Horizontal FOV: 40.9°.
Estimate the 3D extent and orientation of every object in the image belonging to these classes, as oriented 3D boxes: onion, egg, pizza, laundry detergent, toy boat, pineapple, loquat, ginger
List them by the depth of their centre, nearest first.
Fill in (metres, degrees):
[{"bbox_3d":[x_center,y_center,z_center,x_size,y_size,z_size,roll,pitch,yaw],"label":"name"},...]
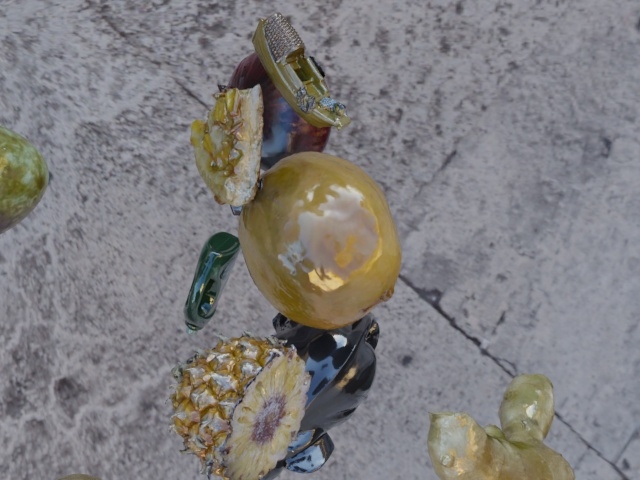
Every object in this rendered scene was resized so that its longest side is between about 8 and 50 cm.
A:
[{"bbox_3d":[-0.021,-0.178,0.927,0.047,0.049,0.149,-31,84,-47],"label":"toy boat"},{"bbox_3d":[-0.110,0.169,0.939,0.176,0.137,0.161,-17,121,-56],"label":"pineapple"},{"bbox_3d":[-0.111,-0.130,1.053,0.062,0.182,0.161,10,133,-30],"label":"pizza"},{"bbox_3d":[0.000,0.000,1.101,0.193,0.238,0.238,-40,116,-20],"label":"loquat"},{"bbox_3d":[0.298,0.370,1.228,0.348,0.122,0.363,-1,66,-43],"label":"ginger"},{"bbox_3d":[-0.635,-0.107,1.530,0.289,0.238,0.238,-11,107,-26],"label":"egg"},{"bbox_3d":[-0.219,0.094,1.632,0.063,0.137,0.211,25,111,3],"label":"laundry detergent"},{"bbox_3d":[-0.064,-0.265,1.792,0.285,0.273,0.273,-2,105,-40],"label":"onion"}]

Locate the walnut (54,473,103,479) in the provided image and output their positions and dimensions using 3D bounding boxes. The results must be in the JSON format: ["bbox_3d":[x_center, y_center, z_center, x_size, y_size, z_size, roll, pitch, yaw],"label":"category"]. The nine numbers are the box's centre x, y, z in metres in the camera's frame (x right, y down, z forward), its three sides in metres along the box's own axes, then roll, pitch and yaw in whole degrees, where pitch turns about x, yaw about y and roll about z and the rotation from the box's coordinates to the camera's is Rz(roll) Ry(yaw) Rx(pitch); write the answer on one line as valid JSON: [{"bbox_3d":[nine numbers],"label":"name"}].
[{"bbox_3d":[-0.378,0.480,1.355,0.228,0.228,0.228,-6,106,-22],"label":"walnut"}]

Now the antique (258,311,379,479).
[{"bbox_3d":[-0.041,0.221,1.319,0.322,0.255,0.185,-45,102,4],"label":"antique"}]
